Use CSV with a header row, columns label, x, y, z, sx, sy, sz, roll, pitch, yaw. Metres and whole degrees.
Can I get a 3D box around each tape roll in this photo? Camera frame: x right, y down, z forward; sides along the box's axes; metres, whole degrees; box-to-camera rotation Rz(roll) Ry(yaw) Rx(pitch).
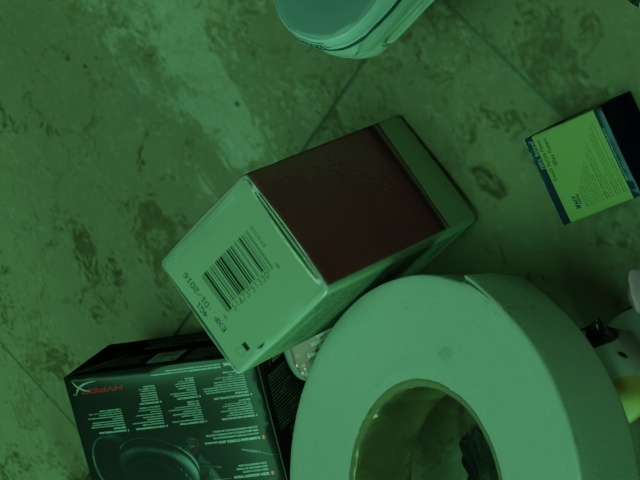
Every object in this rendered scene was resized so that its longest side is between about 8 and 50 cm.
label,x,y,z,sx,sy,sz,roll,pitch,yaw
tape roll,0.113,0.218,1.698,0.392,0.072,0.392,-1,88,53

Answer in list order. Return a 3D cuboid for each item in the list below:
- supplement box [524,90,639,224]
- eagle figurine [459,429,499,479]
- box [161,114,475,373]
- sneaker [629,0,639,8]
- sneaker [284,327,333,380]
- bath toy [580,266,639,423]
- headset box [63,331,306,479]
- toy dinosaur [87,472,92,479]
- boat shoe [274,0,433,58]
label,x,y,z,sx,sy,sz,roll,pitch,yaw
supplement box,0.234,-0.069,1.691,0.083,0.056,0.083,-24,93,40
eagle figurine,0.181,0.349,1.815,0.298,0.226,0.225,36,145,15
box,0.000,0.000,1.777,0.127,0.232,0.148,54,129,10
sneaker,0.267,-0.226,1.622,0.035,0.031,0.083,30,123,25
sneaker,0.003,0.077,1.924,0.070,0.051,0.134,10,109,39
bath toy,0.295,0.052,1.631,0.129,0.151,0.348,41,127,-2
headset box,-0.108,0.245,2.005,0.218,0.110,0.293,-9,102,23
toy dinosaur,-0.188,0.255,2.134,0.118,0.064,0.268,53,127,16
boat shoe,0.120,-0.296,1.645,0.136,0.156,0.367,39,97,24
